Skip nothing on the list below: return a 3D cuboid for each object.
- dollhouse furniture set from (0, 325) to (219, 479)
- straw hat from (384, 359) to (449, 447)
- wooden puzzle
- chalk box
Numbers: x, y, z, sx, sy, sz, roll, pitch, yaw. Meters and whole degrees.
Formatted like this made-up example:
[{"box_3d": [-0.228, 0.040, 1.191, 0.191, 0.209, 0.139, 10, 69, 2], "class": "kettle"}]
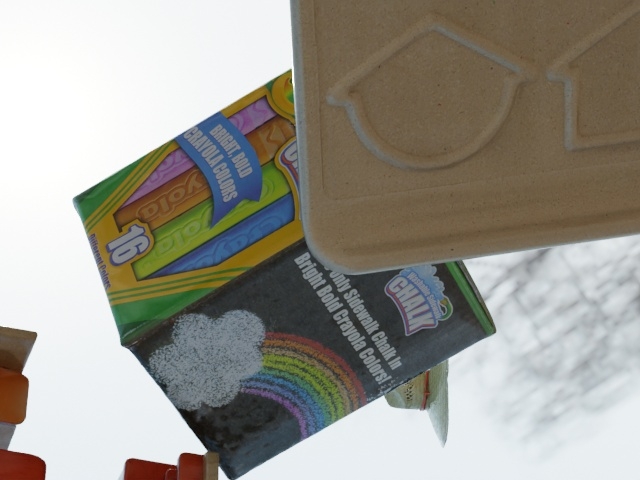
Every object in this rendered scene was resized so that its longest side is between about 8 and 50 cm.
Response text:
[{"box_3d": [-0.212, 0.182, 1.136, 0.259, 0.135, 0.262, 11, -126, -17], "class": "dollhouse furniture set"}, {"box_3d": [0.090, 0.133, 1.642, 0.144, 0.061, 0.144, 179, 90, -87], "class": "straw hat"}, {"box_3d": [0.131, -0.170, 1.061, 0.080, 0.322, 0.347, -137, 41, -69], "class": "wooden puzzle"}, {"box_3d": [0.000, 0.000, 1.199, 0.180, 0.289, 0.179, 58, -177, -42], "class": "chalk box"}]
